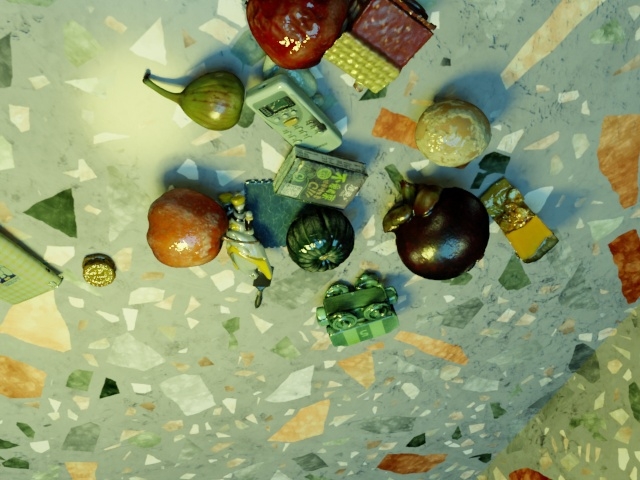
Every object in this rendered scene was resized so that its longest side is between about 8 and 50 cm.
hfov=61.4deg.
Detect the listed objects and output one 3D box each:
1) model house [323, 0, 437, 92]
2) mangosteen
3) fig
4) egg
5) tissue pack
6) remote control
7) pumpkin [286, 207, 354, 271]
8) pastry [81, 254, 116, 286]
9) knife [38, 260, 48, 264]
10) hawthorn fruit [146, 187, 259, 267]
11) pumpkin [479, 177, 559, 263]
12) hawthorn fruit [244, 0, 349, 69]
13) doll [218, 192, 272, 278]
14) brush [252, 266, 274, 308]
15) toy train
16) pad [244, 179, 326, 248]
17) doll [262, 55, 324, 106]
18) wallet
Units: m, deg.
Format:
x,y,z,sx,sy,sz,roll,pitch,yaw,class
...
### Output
x,y,z,sx,sy,sz,roll,pitch,yaw,class
0.125,-0.500,1.332,0.196,0.160,0.254,24,121,-29,model house
0.354,-0.044,1.682,0.347,0.307,0.307,41,114,-3,mangosteen
-0.323,-0.359,1.359,0.259,0.151,0.151,4,127,-11,fig
0.376,-0.303,1.523,0.233,0.195,0.195,-17,134,-28,egg
-0.001,-0.179,1.578,0.235,0.073,0.173,10,142,-22,tissue pack
-0.065,-0.322,1.446,0.140,0.056,0.296,-14,148,30,remote control
0.000,0.000,1.687,0.220,0.162,0.220,-5,140,-4,pumpkin
-0.697,0.096,1.692,0.097,0.057,0.109,-35,128,14,pastry
-0.888,0.066,1.660,0.091,0.005,0.014,8,125,-19,knife
-0.373,-0.038,1.527,0.263,0.235,0.231,-13,101,31,hawthorn fruit
0.662,-0.050,1.788,0.139,0.190,0.280,-40,125,20,pumpkin
-0.079,-0.532,1.240,0.266,0.210,0.230,31,113,-11,hawthorn fruit
-0.238,-0.002,1.677,0.145,0.103,0.316,-2,123,10,doll
-0.207,0.165,1.880,0.063,0.016,0.193,4,127,-14,brush
0.138,0.255,1.947,0.299,0.167,0.238,-17,140,3,toy train
-0.107,-0.082,1.709,0.269,0.012,0.269,-4,129,-9,pad
-0.072,-0.414,1.410,0.103,0.071,0.214,-38,130,19,doll
-0.969,0.074,1.606,0.223,0.077,0.309,-26,132,12,wallet
